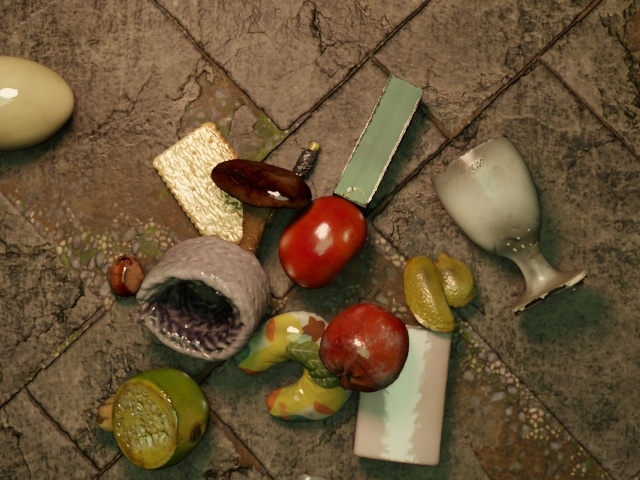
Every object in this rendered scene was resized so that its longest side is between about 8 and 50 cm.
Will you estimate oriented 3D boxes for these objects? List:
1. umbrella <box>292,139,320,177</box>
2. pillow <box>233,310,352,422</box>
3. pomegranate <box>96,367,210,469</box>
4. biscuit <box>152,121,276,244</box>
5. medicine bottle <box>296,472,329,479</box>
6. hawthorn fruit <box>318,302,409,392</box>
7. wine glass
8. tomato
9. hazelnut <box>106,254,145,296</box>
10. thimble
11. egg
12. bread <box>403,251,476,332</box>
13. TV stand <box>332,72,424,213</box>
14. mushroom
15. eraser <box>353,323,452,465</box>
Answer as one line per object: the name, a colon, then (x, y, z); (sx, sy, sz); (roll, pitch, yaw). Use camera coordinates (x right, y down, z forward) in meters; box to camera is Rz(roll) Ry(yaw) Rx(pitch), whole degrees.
umbrella: (-0.044, -0.139, 1.965); (0.040, 0.037, 0.144); (31, 90, 16)
pillow: (-0.041, 0.254, 1.910); (0.214, 0.086, 0.233); (-30, 101, 11)
pomegranate: (-0.320, 0.356, 1.890); (0.240, 0.159, 0.190); (-36, 77, 26)
biscuit: (-0.219, -0.106, 1.970); (0.160, 0.030, 0.250); (-36, 86, -3)
medicine bottle: (-0.033, 0.576, 1.906); (0.090, 0.054, 0.209); (18, 81, 1)
hawthorn fruit: (0.089, 0.200, 1.807); (0.172, 0.173, 0.173); (0, 86, 1)
wine glass: (0.368, -0.037, 1.879); (0.190, 0.190, 0.357); (-32, 85, -1)
tomato: (0.000, 0.000, 1.882); (0.136, 0.195, 0.195); (43, 88, -9)
hazelnut: (-0.398, 0.073, 1.943); (0.086, 0.086, 0.087); (0, 86, 1)
thimble: (-0.224, 0.110, 1.859); (0.245, 0.157, 0.217); (3, 118, 16)
egg: (-0.622, -0.275, 1.909); (0.253, 0.188, 0.189); (-5, 86, -5)
bread: (0.244, 0.094, 1.899); (0.149, 0.065, 0.188); (3, 51, -8)
TV stand: (0.117, -0.194, 1.940); (0.082, 0.088, 0.270); (27, 87, 1)
mushroom: (-0.121, -0.040, 1.881); (0.227, 0.148, 0.218); (24, 112, 44)
eraser: (0.165, 0.302, 1.905); (0.173, 0.095, 0.270); (5, 85, 7)
